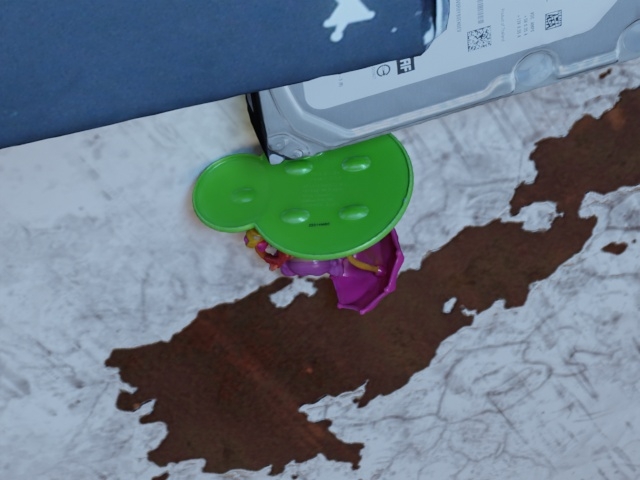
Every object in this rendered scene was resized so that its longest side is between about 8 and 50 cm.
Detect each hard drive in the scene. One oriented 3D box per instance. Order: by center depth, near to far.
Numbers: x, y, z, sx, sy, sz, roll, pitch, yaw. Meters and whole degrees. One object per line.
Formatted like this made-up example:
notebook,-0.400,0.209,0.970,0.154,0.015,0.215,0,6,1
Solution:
hard drive,0.102,-0.196,1.150,0.339,0.064,0.237,-17,137,-9

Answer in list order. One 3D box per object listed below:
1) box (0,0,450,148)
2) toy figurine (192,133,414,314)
box,-0.250,-0.266,0.662,0.480,0.471,0.297,-14,136,-12
toy figurine,0.000,0.000,1.309,0.173,0.130,0.159,-4,147,10
